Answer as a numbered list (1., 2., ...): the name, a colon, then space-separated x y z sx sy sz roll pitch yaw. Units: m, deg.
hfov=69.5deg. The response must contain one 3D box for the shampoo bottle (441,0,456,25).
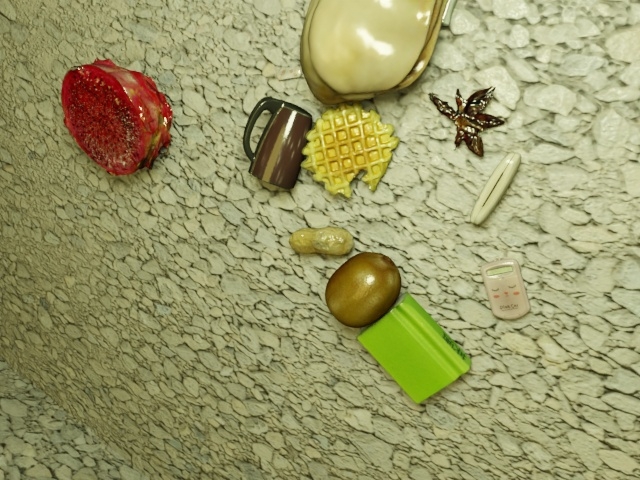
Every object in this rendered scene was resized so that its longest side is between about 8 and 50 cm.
1. shampoo bottle: 0.303 -0.595 1.150 0.072 0.043 0.099 26 111 21

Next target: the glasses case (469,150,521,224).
1. glasses case: 0.443 -0.131 1.171 0.051 0.081 0.204 33 112 17

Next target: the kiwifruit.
1. kiwifruit: 0.126 0.136 1.320 0.196 0.196 0.234 44 109 10

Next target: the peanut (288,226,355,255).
1. peanut: 0.000 0.000 1.412 0.214 0.099 0.099 3 103 31

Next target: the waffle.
1. waffle: 0.076 -0.254 1.299 0.250 0.056 0.261 31 109 2

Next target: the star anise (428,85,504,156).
1. star anise: 0.385 -0.317 1.170 0.157 0.053 0.212 -26 88 29

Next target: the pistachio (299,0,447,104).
1. pistachio: 0.117 -0.524 1.117 0.365 0.281 0.445 51 123 19

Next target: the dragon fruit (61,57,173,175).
1. dragon fruit: -0.657 -0.420 1.543 0.386 0.249 0.371 6 120 28

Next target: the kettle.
1. kettle: -0.128 -0.293 1.359 0.202 0.144 0.232 16 106 -19

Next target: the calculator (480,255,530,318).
1. calculator: 0.493 0.126 1.232 0.100 0.032 0.175 -16 94 28

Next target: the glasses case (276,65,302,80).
1. glasses case: -0.093 -0.498 1.373 0.083 0.021 0.032 1 100 25

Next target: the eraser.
1. eraser: 0.267 0.311 1.351 0.210 0.092 0.274 -44 83 26
